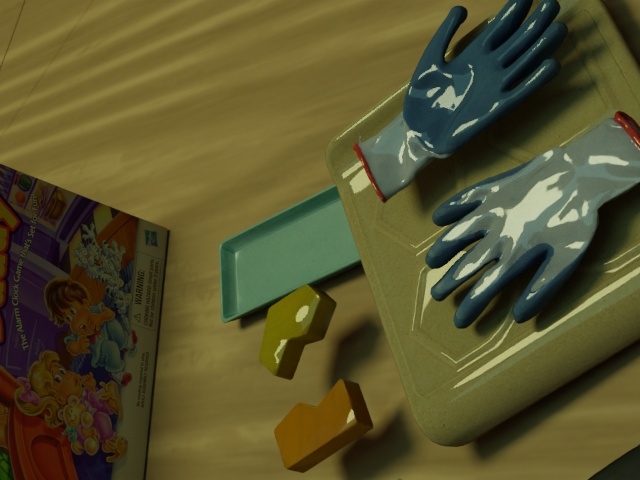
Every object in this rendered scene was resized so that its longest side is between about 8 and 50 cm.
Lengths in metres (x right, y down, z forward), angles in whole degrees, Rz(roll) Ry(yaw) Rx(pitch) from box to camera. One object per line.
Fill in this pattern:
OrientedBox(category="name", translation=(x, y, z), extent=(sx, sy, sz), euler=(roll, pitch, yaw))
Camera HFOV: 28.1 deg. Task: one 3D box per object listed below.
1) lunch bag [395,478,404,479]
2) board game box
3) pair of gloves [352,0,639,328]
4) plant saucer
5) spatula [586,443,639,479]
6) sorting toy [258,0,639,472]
OrientedBox(category="lunch bag", translation=(0.009, 0.279, 0.665), extent=(0.223, 0.160, 0.262), euler=(-50, 33, 22))
OrientedBox(category="board game box", translation=(-0.238, 0.125, 0.925), extent=(0.078, 0.233, 0.347), euler=(-17, 62, 41))
OrientedBox(category="pair of gloves", translation=(0.103, -0.052, 0.748), extent=(0.159, 0.023, 0.198), euler=(-40, 54, 19))
OrientedBox(category="plant saucer", translation=(0.000, 0.000, 0.897), extent=(0.192, 0.018, 0.067), euler=(-25, 56, 35))
OrientedBox(category="spatula", translation=(0.228, 0.043, 0.522), extent=(0.296, 0.030, 0.084), euler=(-27, 58, -9))
OrientedBox(category="sorting toy", translation=(0.081, 0.005, 0.788), extent=(0.307, 0.041, 0.229), euler=(-36, 54, 24))
